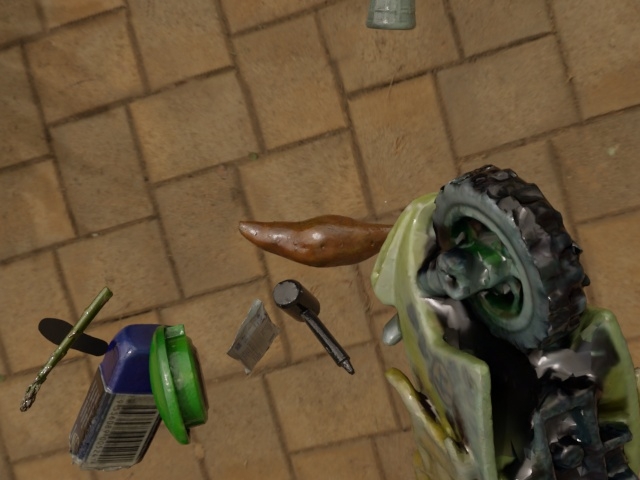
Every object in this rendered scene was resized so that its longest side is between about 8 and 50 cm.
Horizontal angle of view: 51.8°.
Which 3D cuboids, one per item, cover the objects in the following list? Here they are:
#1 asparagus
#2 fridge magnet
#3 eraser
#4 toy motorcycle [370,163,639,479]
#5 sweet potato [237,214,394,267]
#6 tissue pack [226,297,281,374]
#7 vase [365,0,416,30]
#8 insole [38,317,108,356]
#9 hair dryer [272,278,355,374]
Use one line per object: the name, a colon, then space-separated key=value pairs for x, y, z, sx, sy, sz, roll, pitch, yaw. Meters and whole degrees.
asparagus: x=-0.438 y=0.184 z=1.132 sx=0.025 sy=0.024 sz=0.248 roll=32 pitch=75 yaw=6
fridge magnet: x=-0.246 y=0.247 z=1.139 sx=0.088 sy=0.208 sz=0.207 roll=-13 pitch=92 yaw=-10
eraser: x=-0.389 y=0.319 z=1.327 sx=0.155 sy=0.101 sz=0.332 roll=10 pitch=118 yaw=-37
toy motorcycle: x=0.148 y=0.127 z=0.537 sx=0.169 sy=0.237 sz=0.409 roll=-19 pitch=109 yaw=-8
sweet potato: x=0.005 y=0.001 z=1.367 sx=0.360 sy=0.112 sz=0.112 roll=-4 pitch=93 yaw=6
tissue pack: x=-0.134 y=0.202 z=1.345 sx=0.026 sy=0.193 sz=0.122 roll=29 pitch=72 yaw=20
vase: x=0.157 y=-0.604 z=1.398 sx=0.143 sy=0.143 sz=0.298 roll=4 pitch=110 yaw=5
insole: x=-0.503 y=0.198 z=1.345 sx=0.153 sy=0.002 sz=0.053 roll=29 pitch=91 yaw=-33
hair dryer: x=-0.009 y=0.190 z=1.399 sx=0.071 sy=0.114 sz=0.248 roll=-39 pitch=55 yaw=2
